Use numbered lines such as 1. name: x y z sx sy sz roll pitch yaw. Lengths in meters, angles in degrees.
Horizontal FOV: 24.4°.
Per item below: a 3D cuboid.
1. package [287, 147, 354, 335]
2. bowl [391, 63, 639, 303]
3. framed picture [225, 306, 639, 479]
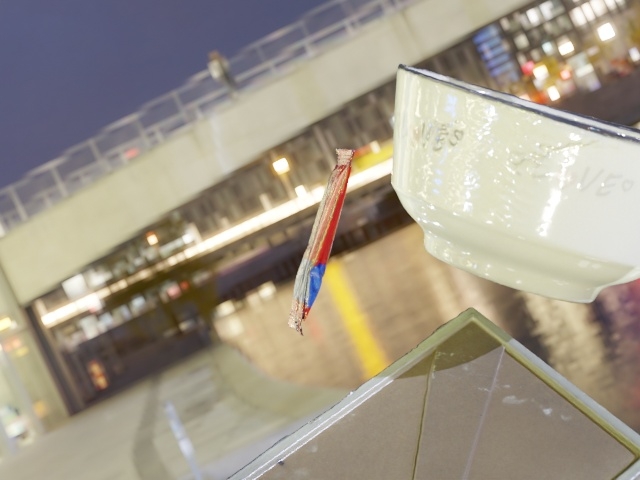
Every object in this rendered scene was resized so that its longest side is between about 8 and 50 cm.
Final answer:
1. package: 0.000 0.000 1.555 0.022 0.200 0.083 16 1 -8
2. bowl: 0.149 -0.035 1.033 0.237 0.126 0.238 17 8 -3
3. framed picture: 0.085 0.157 0.998 0.250 0.184 0.016 -32 -33 -33
